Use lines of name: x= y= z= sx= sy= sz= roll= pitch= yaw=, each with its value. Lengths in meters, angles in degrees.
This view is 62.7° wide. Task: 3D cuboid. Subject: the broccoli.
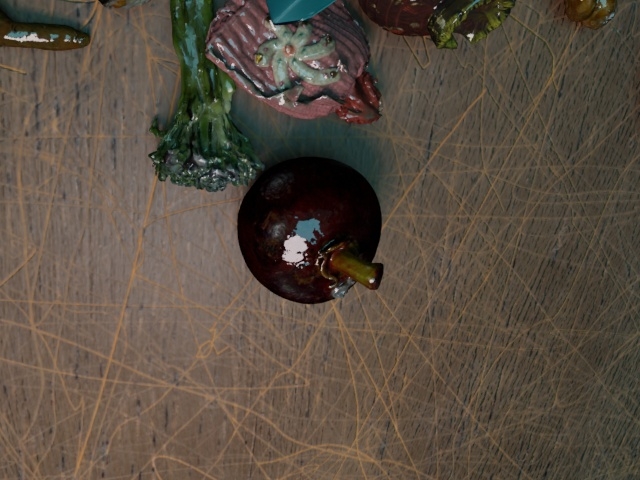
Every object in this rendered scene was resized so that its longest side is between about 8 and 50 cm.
broccoli: x=-0.174 y=-0.221 z=0.763 sx=0.165 sy=0.145 sz=0.303 roll=-6 pitch=98 yaw=-14

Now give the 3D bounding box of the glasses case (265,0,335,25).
glasses case: x=-0.051 y=-0.445 z=0.668 sx=0.070 sy=0.117 sz=0.300 roll=-19 pitch=94 yaw=-37

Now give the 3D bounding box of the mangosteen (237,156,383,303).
mangosteen: x=0.000 y=0.000 z=0.794 sx=0.236 sy=0.261 sz=0.235 roll=-16 pitch=123 yaw=-26

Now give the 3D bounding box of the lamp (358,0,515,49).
lamp: x=0.163 y=-0.380 z=0.716 sx=0.247 sy=0.247 sz=0.246 roll=-4 pitch=110 yaw=-11

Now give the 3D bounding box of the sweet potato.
sweet potato: x=-0.455 y=-0.295 z=0.698 sx=0.270 sy=0.075 sz=0.074 roll=12 pitch=106 yaw=-19

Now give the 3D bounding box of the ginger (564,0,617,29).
ginger: x=0.427 y=-0.426 z=0.843 sx=0.103 sy=0.073 sz=0.162 roll=-4 pitch=104 yaw=-25

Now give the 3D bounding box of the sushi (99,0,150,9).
sushi: x=-0.220 y=-0.403 z=0.677 sx=0.225 sy=0.136 sz=0.126 roll=-27 pitch=104 yaw=3

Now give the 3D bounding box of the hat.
hat: x=-0.007 y=-0.275 z=0.777 sx=0.286 sy=0.107 sz=0.236 roll=39 pitch=77 yaw=-26
